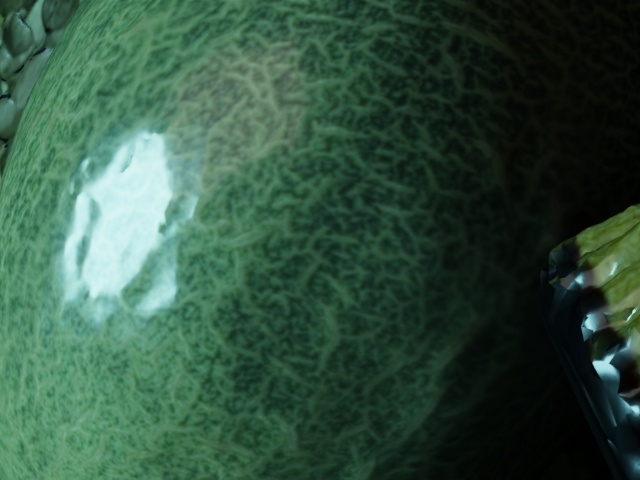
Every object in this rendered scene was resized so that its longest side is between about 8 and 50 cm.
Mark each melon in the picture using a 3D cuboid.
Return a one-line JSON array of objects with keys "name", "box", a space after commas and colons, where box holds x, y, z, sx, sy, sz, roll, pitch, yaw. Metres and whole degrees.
[{"name": "melon", "box": [0.000, 0.000, 0.575, 0.329, 0.248, 0.248, -57, 45, 21]}]

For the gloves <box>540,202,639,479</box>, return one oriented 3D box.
[{"name": "gloves", "box": [0.232, 0.000, 0.395, 0.356, 0.155, 0.203, -19, 105, 24]}]
